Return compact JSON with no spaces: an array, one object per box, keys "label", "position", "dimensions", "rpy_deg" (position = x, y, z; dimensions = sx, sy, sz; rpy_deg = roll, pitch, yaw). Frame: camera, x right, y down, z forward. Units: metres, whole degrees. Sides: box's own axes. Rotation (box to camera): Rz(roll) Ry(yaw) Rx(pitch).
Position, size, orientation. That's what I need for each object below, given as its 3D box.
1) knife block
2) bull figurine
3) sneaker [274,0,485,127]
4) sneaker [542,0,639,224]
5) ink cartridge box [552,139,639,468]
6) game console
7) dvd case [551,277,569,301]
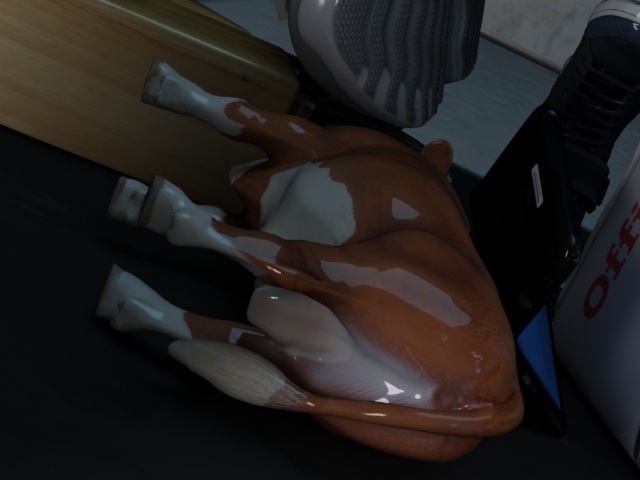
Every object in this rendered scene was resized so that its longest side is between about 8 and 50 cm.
[{"label":"knife block","position":[-0.069,-0.074,0.840],"dimensions":[0.242,0.088,0.276],"rpy_deg":[33,16,29]},{"label":"bull figurine","position":[0.000,0.000,0.680],"dimensions":[0.188,0.101,0.310],"rpy_deg":[18,13,-13]},{"label":"sneaker","position":[0.021,-0.125,0.864],"dimensions":[0.115,0.105,0.281],"rpy_deg":[8,8,14]},{"label":"sneaker","position":[0.200,-0.081,1.125],"dimensions":[0.086,0.163,0.226],"rpy_deg":[30,-12,4]},{"label":"ink cartridge box","position":[0.286,0.027,0.679],"dimensions":[0.166,0.285,0.395],"rpy_deg":[22,15,-16]},{"label":"game console","position":[0.116,0.013,0.735],"dimensions":[0.071,0.107,0.122],"rpy_deg":[22,36,-17]},{"label":"dvd case","position":[0.209,0.055,1.000],"dimensions":[0.119,0.013,0.087],"rpy_deg":[35,17,30]}]
